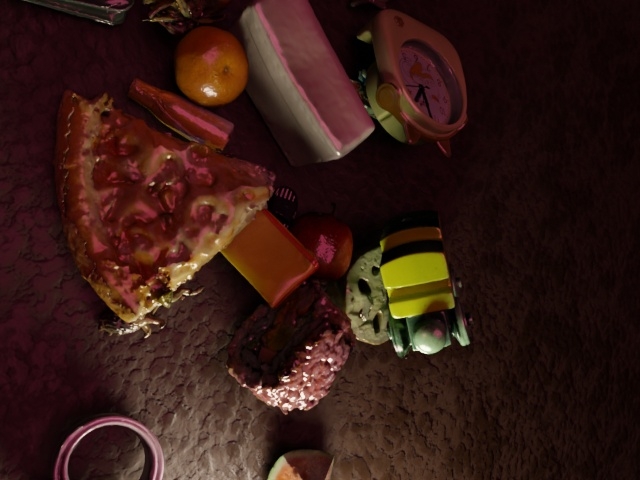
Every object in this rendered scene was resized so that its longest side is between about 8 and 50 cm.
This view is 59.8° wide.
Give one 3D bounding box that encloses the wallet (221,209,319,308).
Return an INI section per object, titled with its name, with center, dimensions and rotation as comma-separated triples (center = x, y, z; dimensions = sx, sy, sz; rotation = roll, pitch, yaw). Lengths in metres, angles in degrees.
[wallet]
center = -0.127, 0.012, 1.167
dimensions = 0.141, 0.067, 0.241
rotation = -42, 79, -6

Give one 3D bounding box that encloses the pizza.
[pizza]
center = -0.337, -0.045, 1.063
dimensions = 0.435, 0.080, 0.391
rotation = 21, 79, -11

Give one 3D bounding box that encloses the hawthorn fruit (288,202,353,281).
[hawthorn fruit]
center = 0.000, 0.000, 1.252
dimensions = 0.157, 0.157, 0.193
rotation = 27, 75, -26

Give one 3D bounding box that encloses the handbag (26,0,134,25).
[handbag]
center = -0.471, -0.558, 1.038
dimensions = 0.248, 0.079, 0.259
rotation = 7, 82, -26

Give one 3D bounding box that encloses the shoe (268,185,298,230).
[shoe]
center = -0.094, -0.049, 1.250
dimensions = 0.062, 0.053, 0.159
rotation = 16, 85, 9

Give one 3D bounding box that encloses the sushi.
[sushi]
center = -0.058, 0.219, 1.181
dimensions = 0.270, 0.237, 0.171
rotation = -50, 130, -12

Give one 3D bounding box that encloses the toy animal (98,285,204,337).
[toy animal]
center = -0.330, 0.142, 1.117
dimensions = 0.220, 0.069, 0.086
rotation = -24, 96, -29

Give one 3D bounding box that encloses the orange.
[orange]
center = -0.224, -0.349, 1.122
dimensions = 0.159, 0.136, 0.158
rotation = -21, 122, -38

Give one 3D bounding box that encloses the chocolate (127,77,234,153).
[chocolate]
center = -0.289, -0.258, 1.145
dimensions = 0.219, 0.086, 0.085
rotation = 27, 76, -21

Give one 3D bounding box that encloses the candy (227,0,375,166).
[candy]
center = -0.051, -0.342, 1.198
dimensions = 0.145, 0.208, 0.358
rotation = -39, 107, -25

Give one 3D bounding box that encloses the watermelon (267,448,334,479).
[watermelon]
center = -0.034, 0.580, 1.269
dimensions = 0.146, 0.129, 0.230
rotation = -8, 109, -56

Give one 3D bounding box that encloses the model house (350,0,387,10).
[model house]
center = 0.118, -0.675, 1.347
dimensions = 0.188, 0.122, 0.229
rotation = -36, 109, -22

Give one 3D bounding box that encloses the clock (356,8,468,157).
[clock]
center = 0.229, -0.365, 1.351
dimensions = 0.286, 0.117, 0.348
rotation = 11, 67, -37

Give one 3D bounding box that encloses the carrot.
[carrot]
center = -0.245, -0.555, 1.096
dimensions = 0.215, 0.193, 0.330
rotation = 13, 86, 11

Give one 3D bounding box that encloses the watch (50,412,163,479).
[watch]
center = -0.377, 0.443, 1.026
dimensions = 0.249, 0.211, 0.217
rotation = 29, 67, -17

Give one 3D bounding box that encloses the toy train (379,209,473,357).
[toy train]
center = 0.228, 0.076, 1.261
dimensions = 0.179, 0.442, 0.272
rotation = -12, 103, 13

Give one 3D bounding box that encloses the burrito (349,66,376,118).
[burrito]
center = 0.126, -0.363, 1.384
dimensions = 0.288, 0.054, 0.104
rotation = 13, 83, -28

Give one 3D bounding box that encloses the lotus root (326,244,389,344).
[lotus root]
center = 0.090, 0.126, 1.323
dimensions = 0.138, 0.119, 0.234
rotation = 1, 90, -30
